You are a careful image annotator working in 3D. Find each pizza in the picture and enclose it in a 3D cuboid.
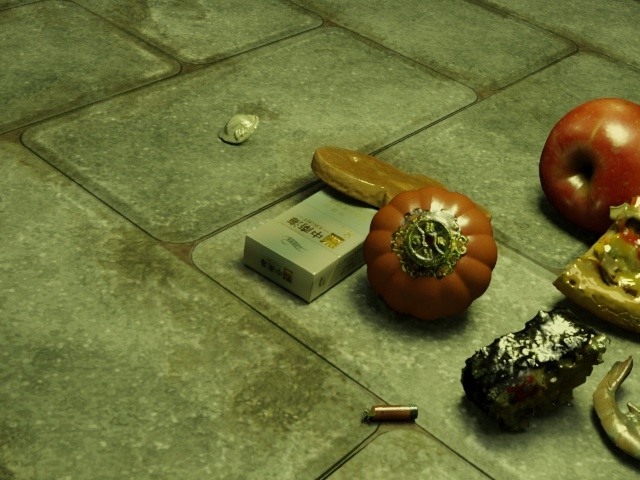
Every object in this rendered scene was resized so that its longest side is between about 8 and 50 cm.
[{"bbox_3d":[0.639,-0.022,1.624,0.440,0.130,0.406,12,78,0],"label":"pizza"}]

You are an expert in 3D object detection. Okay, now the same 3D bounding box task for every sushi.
[{"bbox_3d":[0.319,0.200,1.412,0.212,0.147,0.115,-26,52,-15],"label":"sushi"}]

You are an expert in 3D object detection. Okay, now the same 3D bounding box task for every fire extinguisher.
[{"bbox_3d":[0.100,0.253,1.376,0.083,0.022,0.028,0,67,-11],"label":"fire extinguisher"}]

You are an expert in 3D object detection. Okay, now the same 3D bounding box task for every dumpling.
[{"bbox_3d":[-0.168,-0.232,1.954,0.076,0.052,0.057,-1,25,-17],"label":"dumpling"}]

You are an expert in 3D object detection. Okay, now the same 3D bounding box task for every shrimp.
[{"bbox_3d":[0.490,0.241,1.449,0.145,0.059,0.254,4,40,9],"label":"shrimp"}]

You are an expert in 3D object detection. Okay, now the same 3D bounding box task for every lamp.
[{"bbox_3d":[0.180,0.020,1.561,0.223,0.196,0.223,-2,77,7],"label":"lamp"}]

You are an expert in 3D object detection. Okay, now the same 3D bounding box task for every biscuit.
[{"bbox_3d":[0.146,-0.086,1.773,0.355,0.052,0.275,23,19,10],"label":"biscuit"}]

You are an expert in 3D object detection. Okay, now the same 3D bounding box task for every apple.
[{"bbox_3d":[0.558,-0.140,1.813,0.216,0.260,0.260,-13,41,-33],"label":"apple"}]

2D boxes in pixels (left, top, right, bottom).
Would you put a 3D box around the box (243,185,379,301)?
[{"bbox_3d":[0.000,0.000,1.660,0.155,0.067,0.243,27,39,26],"label":"box"}]
